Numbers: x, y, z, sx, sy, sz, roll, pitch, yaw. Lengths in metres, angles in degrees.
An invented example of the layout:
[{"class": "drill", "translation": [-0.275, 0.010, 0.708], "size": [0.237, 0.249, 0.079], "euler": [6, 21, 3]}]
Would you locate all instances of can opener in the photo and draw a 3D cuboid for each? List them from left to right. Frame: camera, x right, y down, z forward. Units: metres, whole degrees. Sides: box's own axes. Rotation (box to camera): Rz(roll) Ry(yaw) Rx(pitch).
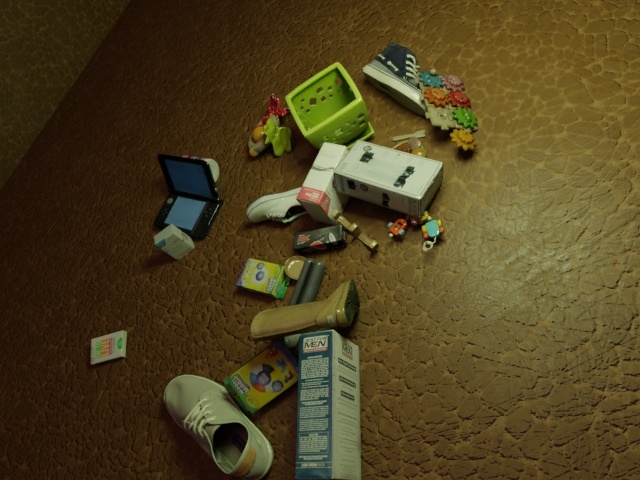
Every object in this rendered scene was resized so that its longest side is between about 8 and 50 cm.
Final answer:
[{"class": "can opener", "translation": [-0.070, 0.186, 1.476], "size": [0.075, 0.095, 0.284], "euler": [13, 78, 32]}]

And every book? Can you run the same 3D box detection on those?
[{"class": "book", "translation": [-0.772, 0.393, 1.782], "size": [0.144, 0.035, 0.096], "euler": [-18, 61, 17]}]

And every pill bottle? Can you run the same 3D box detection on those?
[{"class": "pill bottle", "translation": [-0.509, -0.284, 1.956], "size": [0.193, 0.108, 0.108], "euler": [13, 71, 32]}]

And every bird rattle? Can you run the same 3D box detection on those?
[{"class": "bird rattle", "translation": [-0.209, -0.431, 1.872], "size": [0.207, 0.143, 0.254], "euler": [-34, 49, 28]}]

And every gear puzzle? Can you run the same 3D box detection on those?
[{"class": "gear puzzle", "translation": [0.406, -0.414, 1.520], "size": [0.175, 0.044, 0.339], "euler": [3, 57, -16]}]

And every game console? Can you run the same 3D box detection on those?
[{"class": "game console", "translation": [-0.537, -0.170, 1.870], "size": [0.293, 0.173, 0.250], "euler": [13, 71, 33]}]

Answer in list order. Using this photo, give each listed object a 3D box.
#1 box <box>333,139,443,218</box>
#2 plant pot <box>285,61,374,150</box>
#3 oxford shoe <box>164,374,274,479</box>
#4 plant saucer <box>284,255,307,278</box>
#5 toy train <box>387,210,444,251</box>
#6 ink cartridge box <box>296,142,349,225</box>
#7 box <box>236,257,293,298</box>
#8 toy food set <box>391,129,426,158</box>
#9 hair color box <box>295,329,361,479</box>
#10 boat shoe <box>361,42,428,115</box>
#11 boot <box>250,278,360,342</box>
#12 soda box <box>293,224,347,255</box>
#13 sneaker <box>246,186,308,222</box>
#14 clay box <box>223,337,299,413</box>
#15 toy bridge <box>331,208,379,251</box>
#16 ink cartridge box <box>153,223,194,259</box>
[{"class": "box", "translation": [0.204, -0.190, 1.477], "size": [0.289, 0.087, 0.169], "euler": [20, 56, 25]}, {"class": "plant pot", "translation": [0.045, -0.423, 1.675], "size": [0.227, 0.207, 0.228], "euler": [-30, 54, 10]}, {"class": "oxford shoe", "translation": [-0.318, 0.520, 1.410], "size": [0.449, 0.130, 0.169], "euler": [26, 80, 37]}, {"class": "plant saucer", "translation": [-0.073, 0.089, 1.566], "size": [0.083, 0.015, 0.084], "euler": [0, 61, -1]}, {"class": "toy train", "translation": [0.286, -0.029, 1.437], "size": [0.166, 0.046, 0.125], "euler": [34, 84, 40]}, {"class": "ink cartridge box", "translation": [0.031, -0.182, 1.581], "size": [0.092, 0.158, 0.218], "euler": [14, 72, 30]}, {"class": "box", "translation": [-0.182, 0.125, 1.603], "size": [0.179, 0.043, 0.105], "euler": [10, 70, 30]}, {"class": "toy food set", "translation": [0.277, -0.279, 1.578], "size": [0.132, 0.038, 0.192], "euler": [-7, 61, 25]}, {"class": "hair color box", "translation": [0.024, 0.424, 1.249], "size": [0.105, 0.174, 0.348], "euler": [-12, 59, 24]}, {"class": "boat shoe", "translation": [0.293, -0.565, 1.667], "size": [0.158, 0.127, 0.340], "euler": [-47, 53, 6]}, {"class": "boot", "translation": [-0.037, 0.194, 1.379], "size": [0.269, 0.236, 0.089], "euler": [-13, 99, 17]}, {"class": "soda box", "translation": [0.000, 0.000, 1.566], "size": [0.168, 0.053, 0.060], "euler": [-12, 59, 23]}, {"class": "sneaker", "translation": [-0.140, -0.106, 1.672], "size": [0.258, 0.094, 0.091], "euler": [-19, 52, 17]}, {"class": "clay box", "translation": [-0.166, 0.396, 1.405], "size": [0.222, 0.053, 0.127], "euler": [-38, 89, 5]}, {"class": "toy bridge", "translation": [0.108, -0.030, 1.516], "size": [0.026, 0.063, 0.188], "euler": [-48, 63, -1]}, {"class": "ink cartridge box", "translation": [-0.541, 0.007, 1.809], "size": [0.088, 0.122, 0.052], "euler": [-33, 50, 8]}]
